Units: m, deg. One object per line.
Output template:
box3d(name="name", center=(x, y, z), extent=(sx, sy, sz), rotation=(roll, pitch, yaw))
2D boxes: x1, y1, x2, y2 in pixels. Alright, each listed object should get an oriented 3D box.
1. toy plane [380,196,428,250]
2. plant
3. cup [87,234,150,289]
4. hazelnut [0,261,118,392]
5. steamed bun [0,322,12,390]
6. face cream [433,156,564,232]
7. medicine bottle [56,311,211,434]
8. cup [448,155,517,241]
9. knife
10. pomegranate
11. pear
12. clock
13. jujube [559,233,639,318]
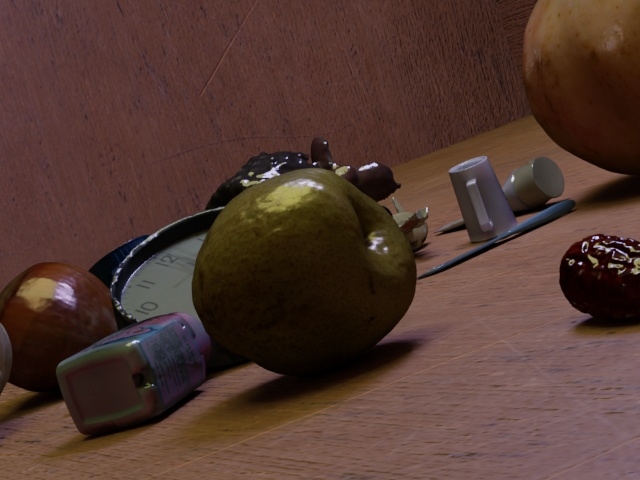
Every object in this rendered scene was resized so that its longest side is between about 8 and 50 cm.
box3d(name="toy plane", center=(0.094, -0.006, 2.187), extent=(0.229, 0.092, 0.244), rotation=(-32, 0, 35))
box3d(name="plant", center=(-0.042, -0.050, 2.090), extent=(0.234, 0.178, 0.204), rotation=(-37, 8, -39))
box3d(name="cup", center=(-0.271, 0.083, 2.117), extent=(0.113, 0.138, 0.150), rotation=(-39, -8, 28))
box3d(name="hazelnut", center=(-0.359, 0.122, 2.003), extent=(0.214, 0.176, 0.214), rotation=(6, 26, -3))
box3d(name="steamed bun", center=(-0.519, 0.182, 1.782), extent=(0.320, 0.206, 0.275), rotation=(-23, -8, -37))
box3d(name="face cream", center=(0.288, -0.060, 2.297), extent=(0.114, 0.070, 0.224), rotation=(-23, -5, -42))
box3d(name="medicine bottle", center=(-0.198, 0.142, 1.630), extent=(0.119, 0.094, 0.188), rotation=(-18, 5, 24))
box3d(name="cup", center=(0.234, -0.055, 2.091), extent=(0.074, 0.116, 0.104), rotation=(-19, 12, 15))
box3d(name="knife", center=(0.248, -0.003, 2.012), extent=(0.313, 0.019, 0.044), rotation=(-23, -1, -36))
box3d(name="pomegranate", center=(0.484, -0.291, 2.083), extent=(0.412, 0.411, 0.411), rotation=(-18, 5, 2))
box3d(name="pear", center=(-0.023, 0.040, 1.496), extent=(0.211, 0.228, 0.188), rotation=(-35, 38, 21))
box3d(name="clock", center=(-0.117, 0.050, 1.845), extent=(0.313, 0.061, 0.312), rotation=(-10, 30, 6))
box3d(name="jujube", center=(0.266, 0.036, 1.287), extent=(0.077, 0.077, 0.129), rotation=(-21, 17, -21))
